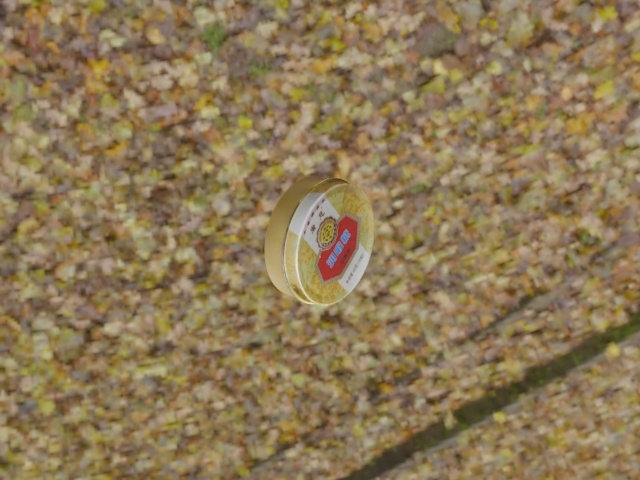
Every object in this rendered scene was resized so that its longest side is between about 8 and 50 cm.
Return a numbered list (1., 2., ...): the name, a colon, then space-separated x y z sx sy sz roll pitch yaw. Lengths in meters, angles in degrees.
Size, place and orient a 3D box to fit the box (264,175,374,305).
1. box: 0.000 0.000 0.842 0.037 0.105 0.105 14 166 37
